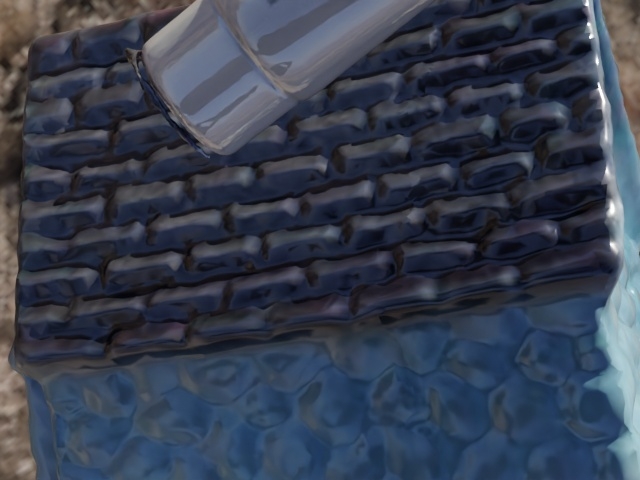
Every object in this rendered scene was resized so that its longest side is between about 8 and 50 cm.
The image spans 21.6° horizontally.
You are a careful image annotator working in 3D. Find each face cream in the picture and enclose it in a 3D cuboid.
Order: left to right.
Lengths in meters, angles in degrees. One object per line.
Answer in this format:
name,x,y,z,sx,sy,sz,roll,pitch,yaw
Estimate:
face cream,0.037,-0.122,0.633,0.058,0.244,0.092,40,17,-43

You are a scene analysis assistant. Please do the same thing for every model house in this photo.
model house,0.000,0.000,0.921,0.297,0.360,0.339,-30,110,-73
